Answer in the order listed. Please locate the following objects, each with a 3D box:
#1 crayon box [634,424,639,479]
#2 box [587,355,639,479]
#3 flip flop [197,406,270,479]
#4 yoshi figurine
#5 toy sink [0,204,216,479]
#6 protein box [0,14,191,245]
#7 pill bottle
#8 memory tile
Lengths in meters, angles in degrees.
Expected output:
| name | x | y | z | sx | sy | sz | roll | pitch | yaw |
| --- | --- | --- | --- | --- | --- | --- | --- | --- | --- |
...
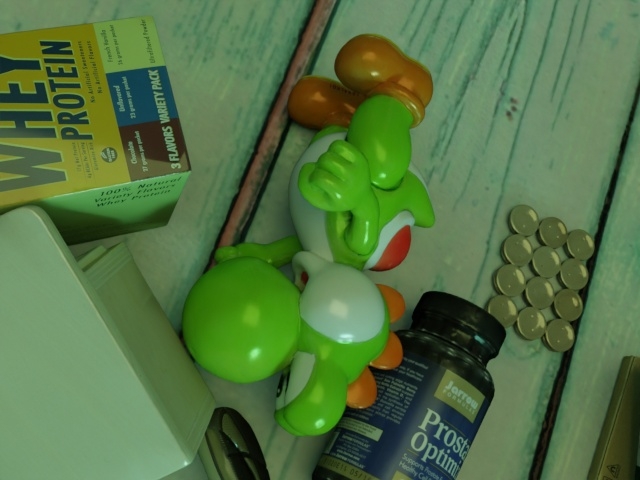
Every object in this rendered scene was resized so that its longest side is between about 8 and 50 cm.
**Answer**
| name | x | y | z | sx | sy | sz | roll | pitch | yaw |
| --- | --- | --- | --- | --- | --- | --- | --- | --- | --- |
| crayon box | 0.482 | 0.324 | 0.830 | 0.313 | 0.106 | 0.362 | 8 | 85 | -2 |
| box | 0.382 | 0.252 | 0.914 | 0.164 | 0.021 | 0.201 | 27 | 73 | -9 |
| flip flop | -0.072 | 0.290 | 0.743 | 0.080 | 0.112 | 0.277 | -20 | 87 | 7 |
| yoshi figurine | -0.020 | -0.011 | 0.762 | 0.203 | 0.203 | 0.362 | 3 | 68 | 22 |
| toy sink | -0.214 | 0.091 | 0.680 | 0.153 | 0.131 | 0.234 | -28 | 100 | 9 |
| protein box | -0.234 | -0.077 | 0.712 | 0.200 | 0.201 | 0.135 | -13 | 83 | -18 |
| pill bottle | 0.092 | 0.164 | 0.797 | 0.123 | 0.123 | 0.219 | 32 | 72 | -7 |
| memory tile | 0.247 | 0.042 | 0.924 | 0.113 | 0.012 | 0.148 | 21 | 73 | -11 |
